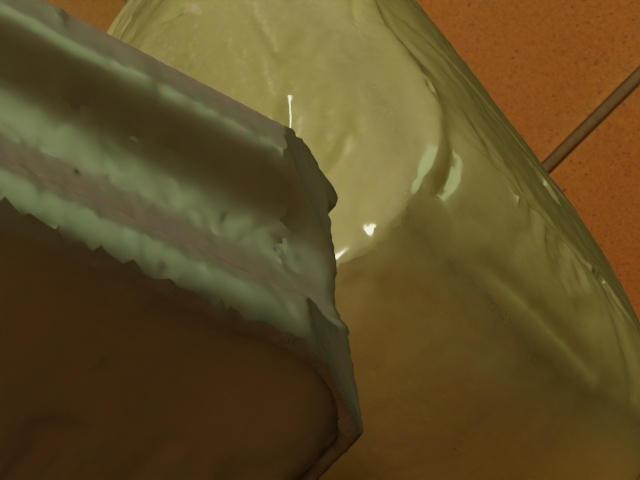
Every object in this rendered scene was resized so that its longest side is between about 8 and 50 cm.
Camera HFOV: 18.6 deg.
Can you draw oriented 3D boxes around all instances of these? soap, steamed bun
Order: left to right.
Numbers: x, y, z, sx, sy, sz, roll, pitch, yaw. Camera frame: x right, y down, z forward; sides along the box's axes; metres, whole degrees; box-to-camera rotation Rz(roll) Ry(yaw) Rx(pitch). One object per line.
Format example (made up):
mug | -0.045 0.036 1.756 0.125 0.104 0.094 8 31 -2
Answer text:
soap | -0.161 0.037 0.691 0.302 0.258 0.159 28 31 -31
steamed bun | 0.000 0.000 1.321 0.371 0.290 0.456 48 12 -32
